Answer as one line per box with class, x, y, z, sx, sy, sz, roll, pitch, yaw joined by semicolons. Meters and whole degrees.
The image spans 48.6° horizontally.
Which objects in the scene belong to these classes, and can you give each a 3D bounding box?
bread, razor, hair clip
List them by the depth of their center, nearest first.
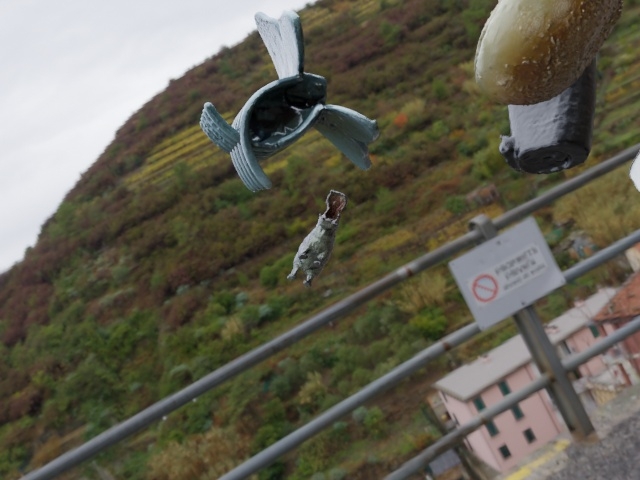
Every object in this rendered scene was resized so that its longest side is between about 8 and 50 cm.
bread;0.375;-0.347;1.127;0.305;0.159;0.305;-46;-21;-24
hair clip;-0.078;-0.231;1.336;0.238;0.392;0.318;-37;10;-7
razor;0.452;-0.293;1.411;0.189;0.326;0.107;-13;-29;40

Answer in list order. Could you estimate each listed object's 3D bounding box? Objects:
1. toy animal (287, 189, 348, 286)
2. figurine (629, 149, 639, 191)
toy animal;-0.002;0.006;2.307;0.168;0.106;0.343;-66;2;-52
figurine;1.028;-0.204;2.082;0.167;0.141;0.250;-9;50;60
